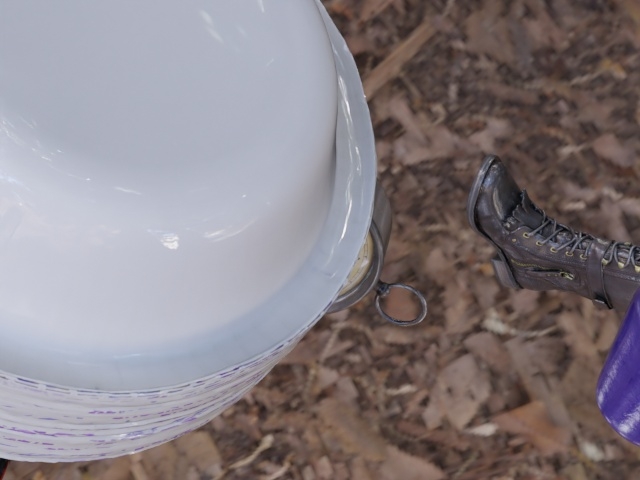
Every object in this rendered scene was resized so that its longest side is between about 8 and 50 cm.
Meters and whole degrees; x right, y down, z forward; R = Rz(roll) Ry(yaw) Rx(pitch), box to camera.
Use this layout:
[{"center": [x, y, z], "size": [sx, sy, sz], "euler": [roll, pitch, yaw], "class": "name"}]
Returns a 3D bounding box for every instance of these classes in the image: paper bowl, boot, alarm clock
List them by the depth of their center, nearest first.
[{"center": [-0.107, -0.058, 0.649], "size": [0.284, 0.148, 0.284], "euler": [12, 58, -20], "class": "paper bowl"}, {"center": [0.000, 0.000, 1.052], "size": [0.192, 0.129, 0.064], "euler": [39, 37, -14], "class": "alarm clock"}, {"center": [0.316, 0.000, 1.847], "size": [0.091, 0.229, 0.263], "euler": [-59, 143, -24], "class": "boot"}]

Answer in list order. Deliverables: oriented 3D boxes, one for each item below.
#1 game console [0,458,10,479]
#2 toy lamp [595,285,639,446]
[{"center": [-0.317, 0.175, 1.168], "size": [0.085, 0.144, 0.124], "euler": [46, 20, -18], "class": "game console"}, {"center": [0.214, -0.007, 0.658], "size": [0.080, 0.275, 0.080], "euler": [19, 37, -15], "class": "toy lamp"}]
